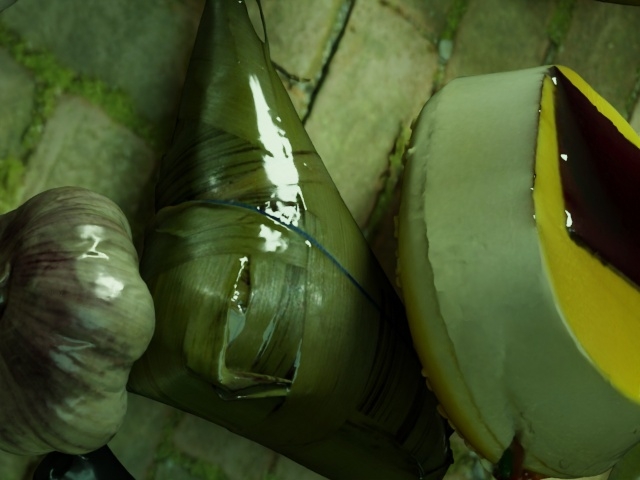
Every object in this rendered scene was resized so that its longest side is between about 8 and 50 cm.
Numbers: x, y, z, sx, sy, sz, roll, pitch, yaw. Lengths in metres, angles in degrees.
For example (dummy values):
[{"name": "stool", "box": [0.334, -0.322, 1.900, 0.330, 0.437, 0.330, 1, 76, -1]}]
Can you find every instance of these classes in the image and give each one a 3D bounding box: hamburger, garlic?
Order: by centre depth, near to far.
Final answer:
[{"name": "garlic", "box": [-0.162, 0.043, 0.942, 0.102, 0.147, 0.159, 22, 64, -39]}, {"name": "hamburger", "box": [0.134, 0.018, 1.051, 0.227, 0.151, 0.295, 48, 35, -24]}]

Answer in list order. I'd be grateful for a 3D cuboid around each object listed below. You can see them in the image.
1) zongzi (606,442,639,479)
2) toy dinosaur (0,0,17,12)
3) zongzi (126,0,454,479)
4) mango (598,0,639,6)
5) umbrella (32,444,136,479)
[{"name": "zongzi", "box": [0.363, 0.151, 1.266, 0.251, 0.125, 0.274, 36, 78, -20]}, {"name": "toy dinosaur", "box": [-0.138, -0.229, 0.972, 0.177, 0.152, 0.194, -5, 87, 9]}, {"name": "zongzi", "box": [0.000, 0.000, 1.066, 0.260, 0.123, 0.289, 30, 59, -40]}, {"name": "mango", "box": [0.197, -0.235, 1.147, 0.268, 0.111, 0.133, 26, 65, -27]}, {"name": "umbrella", "box": [-0.079, 0.255, 1.039, 0.094, 0.090, 0.326, -42, 112, -17]}]
